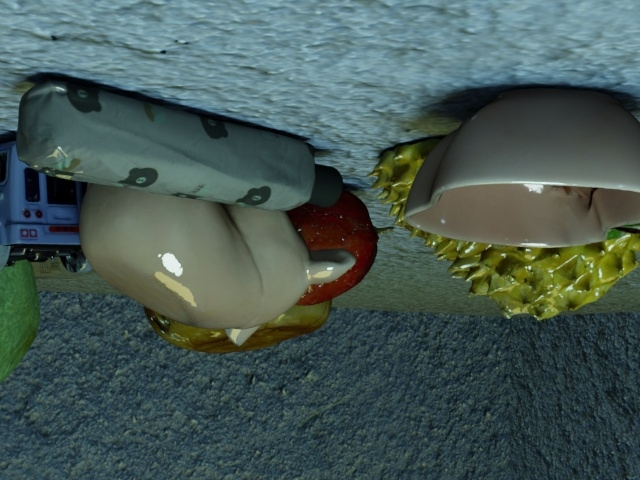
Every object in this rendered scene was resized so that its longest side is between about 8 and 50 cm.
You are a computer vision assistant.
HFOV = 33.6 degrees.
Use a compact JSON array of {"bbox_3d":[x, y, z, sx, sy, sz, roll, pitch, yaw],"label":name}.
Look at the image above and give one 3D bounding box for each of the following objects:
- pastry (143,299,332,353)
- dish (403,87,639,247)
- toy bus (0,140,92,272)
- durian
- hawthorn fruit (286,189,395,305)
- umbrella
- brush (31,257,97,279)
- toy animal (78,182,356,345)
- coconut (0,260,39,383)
[{"bbox_3d":[-0.147,0.110,1.964,0.356,0.164,0.356,-6,164,-2],"label":"pastry"},{"bbox_3d":[0.171,-0.060,0.837,0.213,0.090,0.213,2,167,0],"label":"dish"},{"bbox_3d":[-0.350,-0.025,1.095,0.292,0.133,0.125,-8,174,41],"label":"toy bus"},{"bbox_3d":[0.161,-0.042,1.018,0.305,0.185,0.195,6,153,35],"label":"durian"},{"bbox_3d":[0.000,0.000,1.222,0.172,0.148,0.148,-17,173,-1],"label":"hawthorn fruit"},{"bbox_3d":[-0.102,-0.070,0.904,0.067,0.073,0.337,7,179,43],"label":"umbrella"},{"bbox_3d":[-0.430,0.040,1.910,0.327,0.070,0.065,4,173,-38],"label":"brush"},{"bbox_3d":[-0.111,0.006,1.015,0.250,0.154,0.166,22,153,-38],"label":"toy animal"},{"bbox_3d":[-0.543,0.083,1.400,0.328,0.281,0.328,-10,173,-1],"label":"coconut"}]
